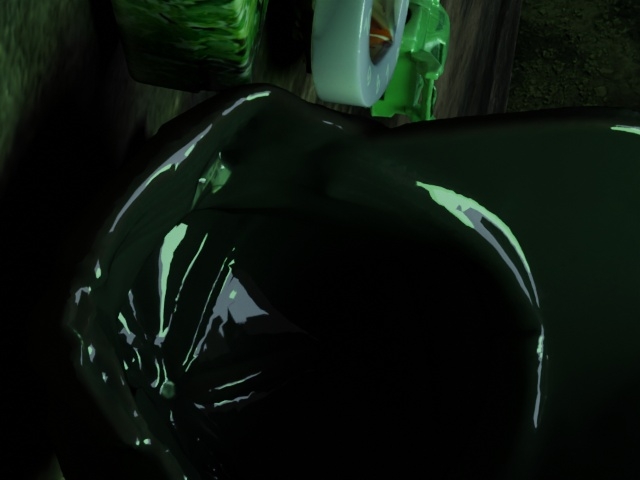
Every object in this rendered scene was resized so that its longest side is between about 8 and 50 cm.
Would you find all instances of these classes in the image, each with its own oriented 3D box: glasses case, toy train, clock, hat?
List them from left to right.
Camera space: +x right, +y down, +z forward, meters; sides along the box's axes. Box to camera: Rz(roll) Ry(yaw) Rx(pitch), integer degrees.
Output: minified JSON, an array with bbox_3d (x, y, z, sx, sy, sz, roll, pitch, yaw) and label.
[{"bbox_3d":[-0.057,-0.170,0.630,0.272,0.062,0.095,87,11,-60],"label":"glasses case"},{"bbox_3d":[0.010,0.051,0.768,0.209,0.336,0.238,-10,-92,63],"label":"hat"},{"bbox_3d":[0.021,-0.170,1.092,0.172,0.064,0.198,88,17,-56],"label":"clock"},{"bbox_3d":[0.069,-0.159,1.353,0.149,0.081,0.099,-68,165,-47],"label":"toy train"}]
